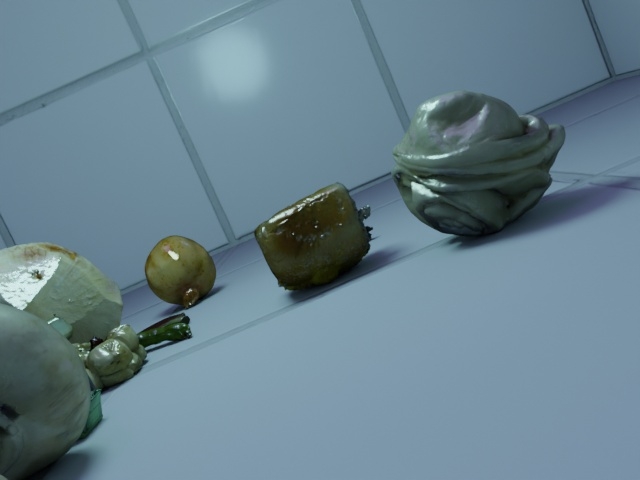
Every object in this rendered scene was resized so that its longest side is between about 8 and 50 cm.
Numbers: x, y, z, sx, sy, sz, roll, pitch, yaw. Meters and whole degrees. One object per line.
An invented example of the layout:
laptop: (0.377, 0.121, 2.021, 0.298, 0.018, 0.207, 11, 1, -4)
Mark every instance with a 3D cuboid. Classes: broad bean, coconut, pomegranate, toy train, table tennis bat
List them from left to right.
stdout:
coconut: (-0.666, 0.175, 1.586, 0.415, 0.344, 0.415, -26, 4, 2)
toy train: (-0.373, 0.272, 1.065, 0.038, 0.056, 0.093, -6, 9, 3)
broad bean: (-0.389, 0.227, 1.512, 0.256, 0.052, 0.052, -18, 50, 20)
table tennis bat: (-0.395, 0.214, 1.734, 0.131, 0.022, 0.234, -28, 7, -38)
pomegranate: (-0.405, 0.085, 1.965, 0.207, 0.207, 0.207, -23, 7, 3)

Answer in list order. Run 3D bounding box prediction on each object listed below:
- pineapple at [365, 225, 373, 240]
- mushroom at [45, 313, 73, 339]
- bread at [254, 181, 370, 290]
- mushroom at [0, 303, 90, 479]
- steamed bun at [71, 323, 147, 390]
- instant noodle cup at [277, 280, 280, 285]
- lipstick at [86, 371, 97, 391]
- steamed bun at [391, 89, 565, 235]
pineapple: (0.094, -0.017, 1.737, 0.058, 0.058, 0.124, -29, 14, -38)
mushroom: (-0.616, 0.251, 1.276, 0.312, 0.081, 0.100, -41, 17, -31)
bread: (0.000, 0.000, 1.406, 0.246, 0.176, 0.195, -27, -5, -2)
mushroom: (-0.455, 0.207, 0.867, 0.315, 0.315, 0.356, -28, 1, -34)
steamed bun: (-0.454, 0.242, 1.349, 0.178, 0.106, 0.192, -25, 8, 3)
instant noodle cup: (-0.071, 0.022, 1.616, 0.127, 0.135, 0.127, -23, 8, 3)
lipstick: (-0.529, 0.306, 1.221, 0.253, 0.079, 0.077, -24, 9, 19)
steamed bun: (0.266, -0.111, 1.201, 0.268, 0.207, 0.280, 13, -21, -9)
